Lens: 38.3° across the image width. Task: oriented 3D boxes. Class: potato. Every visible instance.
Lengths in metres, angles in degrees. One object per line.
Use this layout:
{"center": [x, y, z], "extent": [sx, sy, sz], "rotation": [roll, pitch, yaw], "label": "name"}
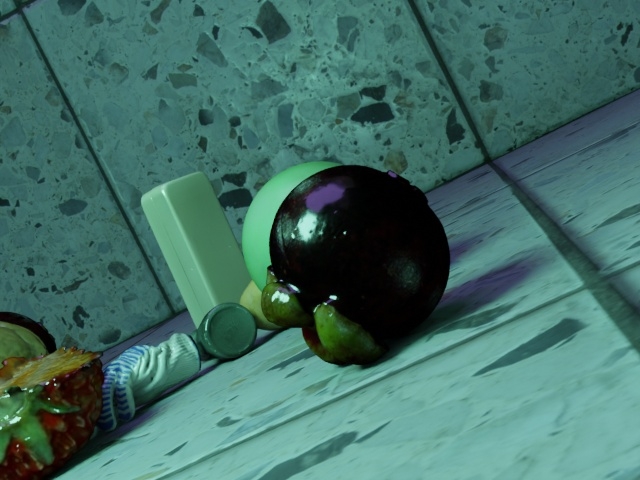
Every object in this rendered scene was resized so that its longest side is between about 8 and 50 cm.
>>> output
{"center": [-0.053, 0.082, 1.476], "extent": [0.178, 0.109, 0.118], "rotation": [-31, 21, 28], "label": "potato"}

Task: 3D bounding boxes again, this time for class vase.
{"center": [-0.173, 0.160, 1.509], "extent": [0.086, 0.086, 0.214], "rotation": [-28, -2, -24], "label": "vase"}

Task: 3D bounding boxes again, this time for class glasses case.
{"center": [-0.210, 0.035, 1.687], "extent": [0.070, 0.313, 0.131], "rotation": [-20, 6, 36], "label": "glasses case"}

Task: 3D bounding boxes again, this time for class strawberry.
{"center": [-0.411, 0.249, 1.238], "extent": [0.253, 0.150, 0.280], "rotation": [-21, 6, -26], "label": "strawberry"}

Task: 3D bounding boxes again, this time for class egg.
{"center": [0.000, 0.000, 1.296], "extent": [0.220, 0.220, 0.269], "rotation": [-27, 1, -4], "label": "egg"}

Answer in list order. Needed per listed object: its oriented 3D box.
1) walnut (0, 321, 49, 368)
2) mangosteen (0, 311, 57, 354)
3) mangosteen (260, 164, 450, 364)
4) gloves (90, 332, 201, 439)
{"center": [-0.694, 0.299, 1.865], "extent": [0.313, 0.277, 0.252], "rotation": [-32, 41, -7], "label": "walnut"}
{"center": [-0.808, 0.332, 2.329], "extent": [0.311, 0.311, 0.311], "rotation": [-27, 2, 1], "label": "mangosteen"}
{"center": [0.033, 0.022, 0.946], "extent": [0.210, 0.210, 0.210], "rotation": [-27, 2, 1], "label": "mangosteen"}
{"center": [-0.281, 0.218, 1.381], "extent": [0.229, 0.097, 0.119], "rotation": [-37, -25, -36], "label": "gloves"}
